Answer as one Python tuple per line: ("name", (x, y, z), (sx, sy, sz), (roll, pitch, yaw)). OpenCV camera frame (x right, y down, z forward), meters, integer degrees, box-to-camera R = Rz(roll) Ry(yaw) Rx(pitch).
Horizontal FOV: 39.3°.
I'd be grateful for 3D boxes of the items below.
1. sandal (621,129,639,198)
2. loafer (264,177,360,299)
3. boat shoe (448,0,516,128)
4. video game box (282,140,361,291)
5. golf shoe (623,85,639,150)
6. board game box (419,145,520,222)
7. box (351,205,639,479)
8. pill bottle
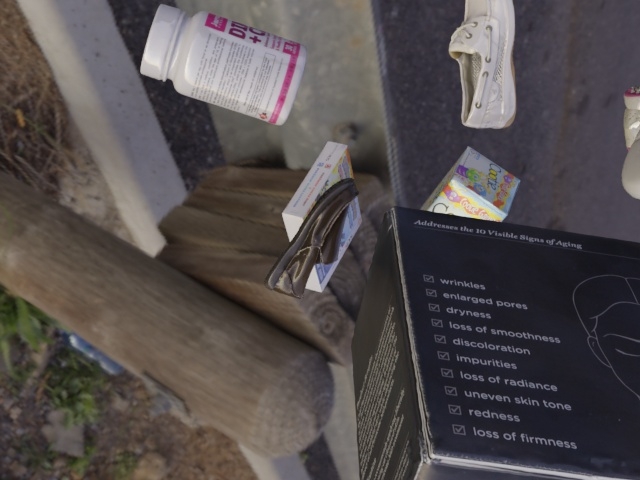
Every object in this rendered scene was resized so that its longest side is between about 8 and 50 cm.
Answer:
("sandal", (0.518, -0.194, 1.022), (0.416, 0.102, 0.169), (-50, -169, 5))
("loafer", (0.000, 0.000, 1.401), (0.220, 0.078, 0.080), (-54, -177, 14))
("boat shoe", (0.260, -0.322, 1.479), (0.096, 0.098, 0.276), (-5, 88, -16))
("video game box", (0.008, -0.041, 1.606), (0.205, 0.048, 0.187), (76, 34, -48))
("golf shoe", (0.741, -0.229, 1.789), (0.115, 0.306, 0.140), (-124, -141, -75))
("board game box", (0.300, -0.048, 2.006), (0.275, 0.142, 0.144), (-55, -178, 43))
("box", (0.304, 0.223, 1.177), (0.471, 0.480, 0.297), (-90, -169, -54))
("pill bottle", (-0.180, -0.331, 1.672), (0.160, 0.283, 0.160), (-163, -90, -80))
